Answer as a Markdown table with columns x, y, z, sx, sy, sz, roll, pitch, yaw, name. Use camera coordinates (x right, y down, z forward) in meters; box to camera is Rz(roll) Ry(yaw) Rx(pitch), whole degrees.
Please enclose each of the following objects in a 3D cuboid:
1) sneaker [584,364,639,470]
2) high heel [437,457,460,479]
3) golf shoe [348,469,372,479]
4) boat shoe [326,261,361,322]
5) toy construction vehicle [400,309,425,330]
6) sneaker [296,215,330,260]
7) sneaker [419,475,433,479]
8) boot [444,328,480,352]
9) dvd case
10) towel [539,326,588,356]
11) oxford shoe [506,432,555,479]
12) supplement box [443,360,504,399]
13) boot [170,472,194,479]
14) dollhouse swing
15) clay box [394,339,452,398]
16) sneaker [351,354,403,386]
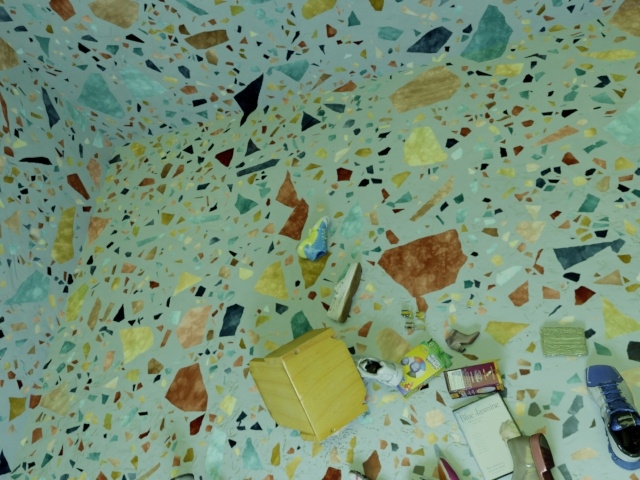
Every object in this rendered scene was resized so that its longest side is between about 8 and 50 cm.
| x | y | z | sx | sy | sz | roll | pitch | yaw | name |
| --- | --- | --- | --- | --- | --- | --- | --- | --- | --- |
| 0.924 | 0.526 | 1.556 | 0.128 | 0.182 | 0.315 | -13 | 56 | 15 | sneaker |
| 0.478 | 0.820 | 1.657 | 0.117 | 0.082 | 0.244 | -6 | 36 | -17 | high heel |
| 0.163 | 0.872 | 1.753 | 0.186 | 0.067 | 0.086 | 27 | 75 | 34 | golf shoe |
| 0.096 | 0.212 | 2.175 | 0.096 | 0.098 | 0.277 | 11 | 67 | 28 | boat shoe |
| 0.371 | 0.321 | 2.029 | 0.098 | 0.035 | 0.085 | -4 | 48 | 19 | toy construction vehicle |
| 0.000 | 0.000 | 2.373 | 0.126 | 0.091 | 0.240 | 32 | 76 | 17 | sneaker |
| 0.332 | 0.890 | 1.660 | 0.153 | 0.094 | 0.234 | 15 | 93 | 57 | sneaker |
| 0.533 | 0.365 | 1.920 | 0.118 | 0.042 | 0.087 | -43 | 51 | -6 | boot |
| 0.586 | 0.663 | 1.722 | 0.180 | 0.022 | 0.253 | -27 | 53 | 7 | dvd case |
| 0.857 | 0.357 | 1.788 | 0.148 | 0.027 | 0.110 | -6 | 57 | 22 | towel |
| 0.665 | 0.784 | 1.565 | 0.130 | 0.123 | 0.348 | -21 | 58 | 35 | oxford shoe |
| 0.543 | 0.496 | 1.794 | 0.188 | 0.104 | 0.080 | -16 | 55 | 15 | supplement box |
| -0.496 | 0.981 | 1.890 | 0.084 | 0.246 | 0.161 | -12 | 49 | -15 | boot |
| -0.057 | 0.537 | 1.947 | 0.315 | 0.346 | 0.305 | -27 | 6 | -22 | dollhouse swing |
| 0.371 | 0.478 | 1.914 | 0.222 | 0.053 | 0.127 | -37 | 53 | 0 | clay box |
| 0.170 | 0.481 | 1.929 | 0.292 | 0.118 | 0.110 | -10 | 59 | 46 | sneaker |
